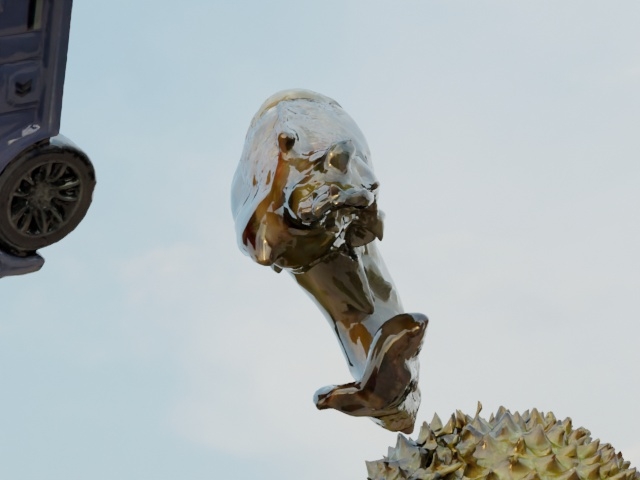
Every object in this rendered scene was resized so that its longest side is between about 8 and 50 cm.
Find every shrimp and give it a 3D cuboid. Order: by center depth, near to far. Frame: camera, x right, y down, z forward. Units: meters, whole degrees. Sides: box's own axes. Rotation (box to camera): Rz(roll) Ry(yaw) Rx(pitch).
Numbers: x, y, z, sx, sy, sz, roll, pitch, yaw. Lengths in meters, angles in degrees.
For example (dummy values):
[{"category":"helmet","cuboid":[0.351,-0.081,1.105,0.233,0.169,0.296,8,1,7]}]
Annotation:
[{"category":"shrimp","cuboid":[0.005,0.016,0.711,0.059,0.145,0.254,-19,11,0]}]

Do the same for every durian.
[{"category":"durian","cuboid":[0.116,0.243,1.354,0.258,0.258,0.293,3,-32,-21]}]

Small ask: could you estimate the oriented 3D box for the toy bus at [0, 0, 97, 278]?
[{"category":"toy bus","cuboid":[-0.165,-0.121,0.729,0.133,0.125,0.292,-14,-53,-37]}]
